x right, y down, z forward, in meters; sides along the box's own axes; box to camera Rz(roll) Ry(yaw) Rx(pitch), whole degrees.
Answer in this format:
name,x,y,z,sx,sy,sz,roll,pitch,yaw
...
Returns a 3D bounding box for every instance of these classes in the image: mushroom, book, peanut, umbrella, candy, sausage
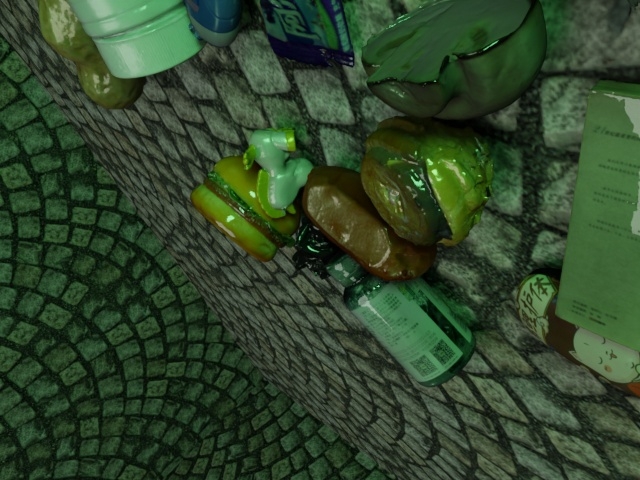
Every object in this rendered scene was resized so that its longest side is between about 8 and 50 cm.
name,x,y,z,sx,sy,sz,roll,pitch,yaw
mushroom,0.137,-0.174,0.524,0.117,0.141,0.188,35,170,-33
book,0.340,0.005,0.502,0.215,0.025,0.282,27,136,39
peanut,-0.469,-0.433,1.111,0.170,0.192,0.387,30,153,21
umbrella,0.001,0.000,1.081,0.272,0.122,0.110,93,153,-71
candy,-0.034,-0.339,0.647,0.145,0.070,0.275,23,144,32
sausage,0.076,-0.032,0.876,0.258,0.133,0.133,39,157,26

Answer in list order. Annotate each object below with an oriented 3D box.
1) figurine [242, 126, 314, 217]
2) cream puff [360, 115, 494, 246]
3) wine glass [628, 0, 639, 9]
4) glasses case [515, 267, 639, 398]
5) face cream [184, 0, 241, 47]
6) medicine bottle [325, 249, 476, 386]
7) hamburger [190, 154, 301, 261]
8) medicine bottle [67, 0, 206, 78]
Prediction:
name,x,y,z,sx,sy,sz,roll,pitch,yaw
figurine,-0.078,-0.127,0.991,0.109,0.129,0.178,19,145,44
cream puff,0.139,-0.083,0.677,0.189,0.129,0.189,48,165,18
wine glass,0.196,-0.260,0.281,0.126,0.126,0.241,13,138,54
glasses case,0.388,0.131,0.640,0.321,0.082,0.122,28,152,40
face cream,-0.160,-0.384,0.758,0.149,0.083,0.264,63,165,16
medicine bottle,0.142,0.123,0.981,0.293,0.141,0.141,46,158,-6
hamburger,-0.143,-0.079,1.131,0.246,0.170,0.246,40,-178,-1
medicine bottle,-0.326,-0.441,0.834,0.190,0.190,0.332,24,147,44
